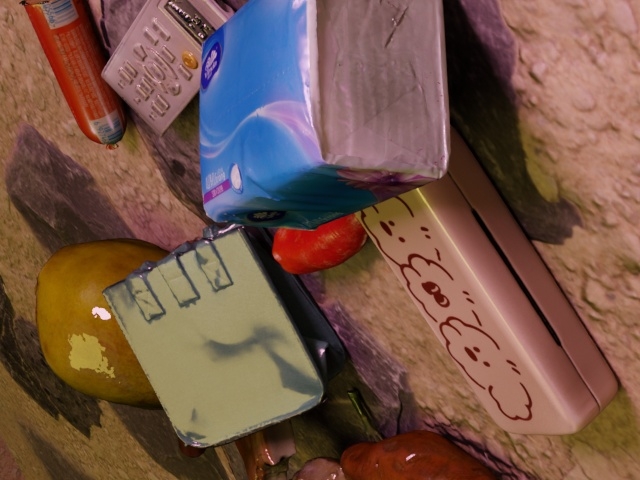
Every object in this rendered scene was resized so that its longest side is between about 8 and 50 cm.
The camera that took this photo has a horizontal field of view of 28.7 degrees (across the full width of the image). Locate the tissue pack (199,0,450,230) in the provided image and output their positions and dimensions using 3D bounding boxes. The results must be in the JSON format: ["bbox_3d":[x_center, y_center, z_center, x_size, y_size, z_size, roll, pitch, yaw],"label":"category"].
[{"bbox_3d":[-0.006,-0.128,1.145,0.263,0.146,0.198,158,112,-64],"label":"tissue pack"}]

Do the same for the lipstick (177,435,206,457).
[{"bbox_3d":[-0.237,0.282,2.219,0.057,0.057,0.357,38,151,24],"label":"lipstick"}]

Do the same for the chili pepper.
[{"bbox_3d":[0.000,0.000,1.476,0.071,0.063,0.272,44,153,-14],"label":"chili pepper"}]

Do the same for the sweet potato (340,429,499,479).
[{"bbox_3d":[0.125,0.295,1.597,0.359,0.112,0.112,5,129,49],"label":"sweet potato"}]

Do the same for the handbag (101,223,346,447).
[{"bbox_3d":[-0.123,0.121,1.686,0.268,0.100,0.274,-28,97,31],"label":"handbag"}]

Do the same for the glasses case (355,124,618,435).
[{"bbox_3d":[0.156,0.044,1.259,0.336,0.076,0.144,55,153,-9],"label":"glasses case"}]

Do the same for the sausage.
[{"bbox_3d":[-0.319,-0.224,1.673,0.083,0.083,0.264,27,146,39],"label":"sausage"}]

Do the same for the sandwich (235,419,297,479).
[{"bbox_3d":[-0.094,0.289,1.869,0.245,0.063,0.212,110,153,-60],"label":"sandwich"}]

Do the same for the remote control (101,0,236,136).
[{"bbox_3d":[-0.173,-0.222,1.479,0.109,0.055,0.313,47,150,-5],"label":"remote control"}]

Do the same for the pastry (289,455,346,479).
[{"bbox_3d":[0.061,0.415,1.826,0.257,0.121,0.236,37,165,29],"label":"pastry"}]

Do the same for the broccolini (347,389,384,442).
[{"bbox_3d":[0.073,0.265,1.746,0.140,0.030,0.035,63,-172,-13],"label":"broccolini"}]

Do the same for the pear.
[{"bbox_3d":[-0.285,0.128,1.886,0.321,0.269,0.269,29,150,10],"label":"pear"}]
